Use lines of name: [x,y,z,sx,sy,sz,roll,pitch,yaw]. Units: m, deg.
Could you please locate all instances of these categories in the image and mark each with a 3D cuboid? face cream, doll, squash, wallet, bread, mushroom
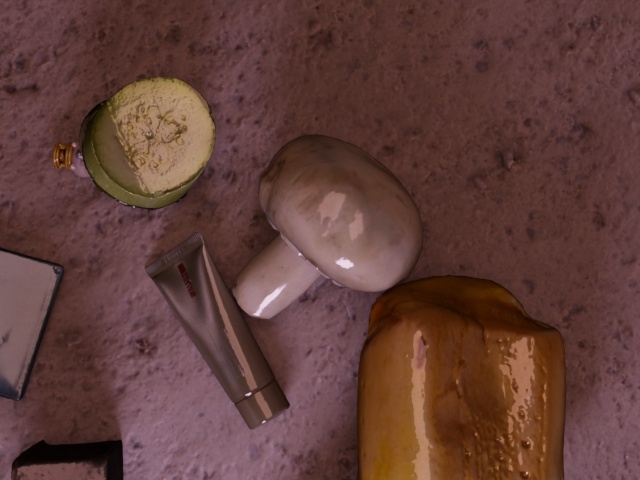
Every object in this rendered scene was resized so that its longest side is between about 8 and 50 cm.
face cream: [-0.173,0.162,1.842,0.137,0.084,0.341,-32,87,28]
doll: [-0.401,-0.144,1.849,0.127,0.084,0.073,5,85,3]
squash: [-0.295,-0.163,1.810,0.220,0.133,0.220,4,79,-23]
wallet: [-0.615,0.121,1.823,0.290,0.054,0.251,18,87,-8]
bread: [0.223,0.254,1.787,0.361,0.250,0.394,4,82,-27]
mushroom: [0.000,0.000,1.802,0.314,0.314,0.336,44,109,0]

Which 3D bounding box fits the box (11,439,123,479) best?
box: [-0.397,0.419,1.702,0.143,0.273,0.184,-3,85,-5]
